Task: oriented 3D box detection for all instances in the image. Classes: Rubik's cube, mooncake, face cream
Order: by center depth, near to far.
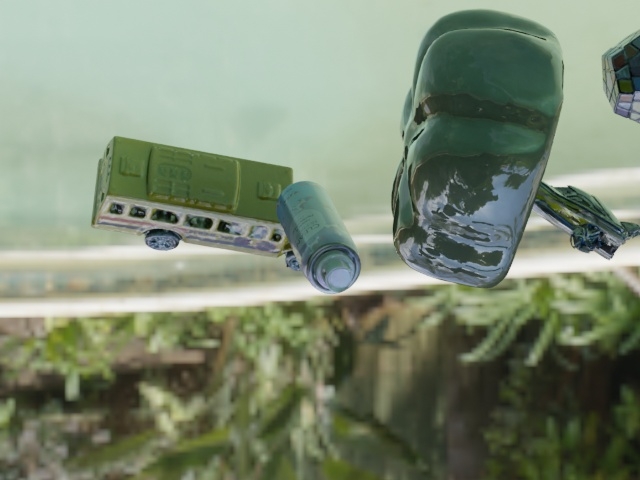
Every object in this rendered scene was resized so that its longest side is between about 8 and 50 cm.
[{"bbox_3d":[0.146,-0.094,1.662,0.135,0.275,0.275,11,175,-4],"label":"mooncake"},{"bbox_3d":[0.356,-0.179,1.823,0.093,0.111,0.111,-8,176,-3],"label":"Rubik's cube"},{"bbox_3d":[0.000,0.000,2.108,0.075,0.075,0.229,1,-157,-14],"label":"face cream"}]

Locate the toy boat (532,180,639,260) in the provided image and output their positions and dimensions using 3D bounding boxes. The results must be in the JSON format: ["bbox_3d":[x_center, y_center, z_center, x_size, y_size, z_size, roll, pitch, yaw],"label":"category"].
[{"bbox_3d":[0.282,-0.046,2.019,0.210,0.066,0.084,35,-174,10],"label":"toy boat"}]

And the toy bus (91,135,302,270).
[{"bbox_3d":[-0.141,-0.053,2.328,0.335,0.121,0.123,9,150,-13],"label":"toy bus"}]
